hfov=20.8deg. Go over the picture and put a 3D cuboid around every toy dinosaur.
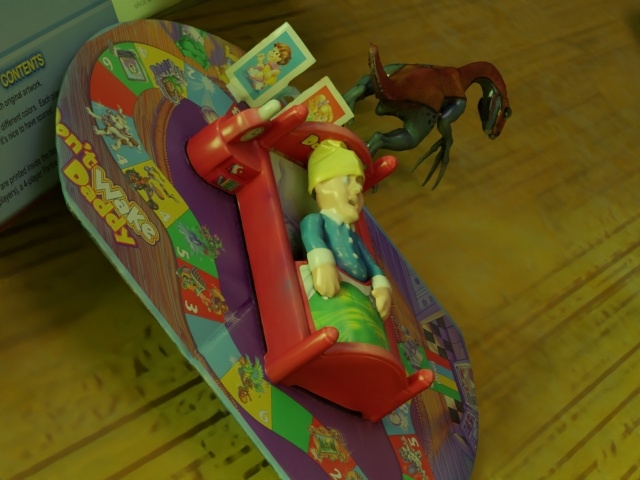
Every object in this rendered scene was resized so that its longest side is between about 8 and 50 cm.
[{"bbox_3d":[0.042,-0.047,0.615,0.082,0.090,0.047,-28,84,-27],"label":"toy dinosaur"}]

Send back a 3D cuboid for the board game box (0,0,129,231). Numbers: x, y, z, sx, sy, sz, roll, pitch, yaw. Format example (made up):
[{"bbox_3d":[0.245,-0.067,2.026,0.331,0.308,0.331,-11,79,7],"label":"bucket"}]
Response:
[{"bbox_3d":[-0.125,-0.049,0.379,0.281,0.027,0.145,-48,124,-62],"label":"board game box"}]

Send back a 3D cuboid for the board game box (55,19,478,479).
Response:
[{"bbox_3d":[0.000,0.000,0.489,0.168,0.033,0.133,52,28,-4],"label":"board game box"}]

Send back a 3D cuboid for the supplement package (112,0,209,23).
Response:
[{"bbox_3d":[-0.040,-0.217,0.591,0.244,0.139,0.134,66,28,-6],"label":"supplement package"}]
